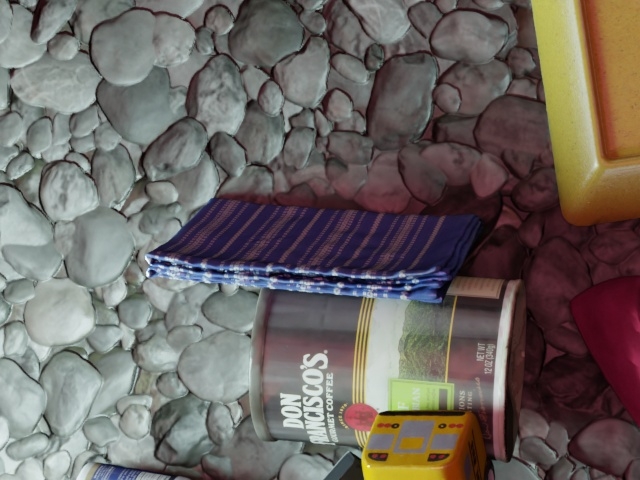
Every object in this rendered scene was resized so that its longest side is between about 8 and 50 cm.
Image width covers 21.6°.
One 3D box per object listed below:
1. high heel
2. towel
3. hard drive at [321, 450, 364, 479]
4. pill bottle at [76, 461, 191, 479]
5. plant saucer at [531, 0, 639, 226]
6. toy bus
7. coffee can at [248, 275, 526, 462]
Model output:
[{"bbox_3d":[0.382,0.224,1.838,0.181,0.127,0.377,-8,86,40],"label":"high heel"},{"bbox_3d":[0.000,0.000,1.852,0.335,0.243,0.040,5,109,14],"label":"towel"},{"bbox_3d":[0.047,0.303,1.874,0.094,0.135,0.022,-49,36,3],"label":"hard drive"},{"bbox_3d":[-0.196,0.314,1.935,0.169,0.094,0.094,8,86,12],"label":"pill bottle"},{"bbox_3d":[0.410,-0.204,1.866,0.332,0.081,0.333,-9,82,11],"label":"plant saucer"},{"bbox_3d":[0.131,0.330,1.766,0.108,0.130,0.333,-3,120,17],"label":"toy bus"},{"bbox_3d":[0.078,0.131,1.840,0.275,0.201,0.202,4,85,12],"label":"coffee can"}]
